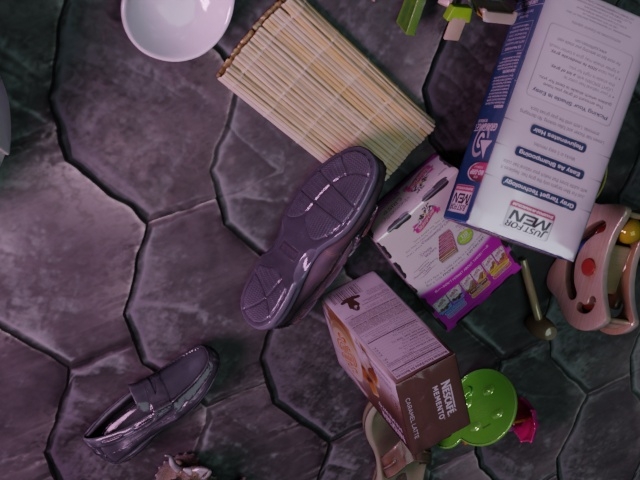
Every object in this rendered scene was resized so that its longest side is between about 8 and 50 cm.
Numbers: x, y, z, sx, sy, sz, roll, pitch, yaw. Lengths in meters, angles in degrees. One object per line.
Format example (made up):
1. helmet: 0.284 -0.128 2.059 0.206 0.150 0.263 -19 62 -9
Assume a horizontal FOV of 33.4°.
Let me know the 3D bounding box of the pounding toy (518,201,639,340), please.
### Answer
1. pounding toy: 0.421 0.060 1.701 0.155 0.154 0.269 10 111 -31

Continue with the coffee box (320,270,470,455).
1. coffee box: 0.104 0.172 1.541 0.098 0.246 0.141 -25 125 -13

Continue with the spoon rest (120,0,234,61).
1. spoon rest: -0.150 -0.339 1.234 0.137 0.084 0.276 4 113 -29

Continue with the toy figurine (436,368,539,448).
1. toy figurine: 0.297 0.311 1.814 0.173 0.130 0.159 -37 140 23

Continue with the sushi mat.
1. sushi mat: 0.016 -0.190 1.441 0.151 0.019 0.316 -49 127 6

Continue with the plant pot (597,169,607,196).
1. plant pot: 0.345 -0.109 1.594 0.134 0.095 0.134 -1 96 -12

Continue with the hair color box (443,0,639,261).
1. hair color box: 0.314 -0.163 1.478 0.174 0.105 0.347 19 91 -14

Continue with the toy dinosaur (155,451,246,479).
1. toy dinosaur: -0.196 0.435 1.634 0.160 0.121 0.313 8 117 -17

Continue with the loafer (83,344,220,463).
1. loafer: -0.236 0.226 1.502 0.223 0.076 0.078 -41 135 3

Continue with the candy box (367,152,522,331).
1. candy box: 0.182 0.006 1.600 0.159 0.071 0.233 -41 127 -2

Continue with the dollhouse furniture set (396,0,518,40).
1. dollhouse furniture set: 0.184 -0.302 1.438 0.152 0.076 0.058 0 129 -25

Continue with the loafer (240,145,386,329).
1. loafer: 0.000 0.000 1.499 0.095 0.109 0.302 14 117 -52

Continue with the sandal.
1. sandal: 0.143 0.358 1.762 0.120 0.086 0.302 -17 123 -18

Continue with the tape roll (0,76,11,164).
1. tape roll: -0.452 -0.135 1.064 0.246 0.169 0.246 0 82 -1
